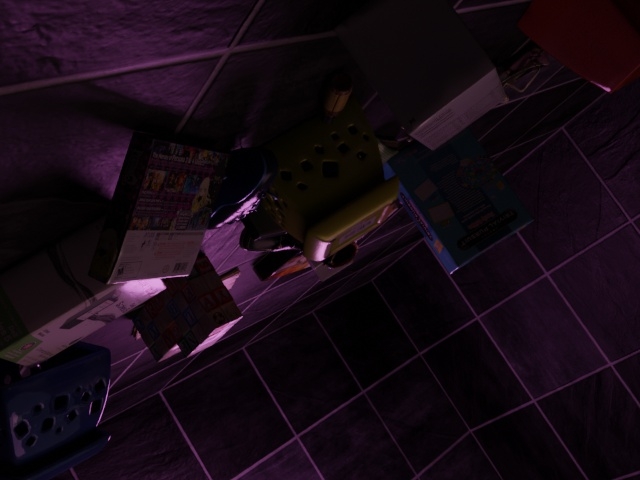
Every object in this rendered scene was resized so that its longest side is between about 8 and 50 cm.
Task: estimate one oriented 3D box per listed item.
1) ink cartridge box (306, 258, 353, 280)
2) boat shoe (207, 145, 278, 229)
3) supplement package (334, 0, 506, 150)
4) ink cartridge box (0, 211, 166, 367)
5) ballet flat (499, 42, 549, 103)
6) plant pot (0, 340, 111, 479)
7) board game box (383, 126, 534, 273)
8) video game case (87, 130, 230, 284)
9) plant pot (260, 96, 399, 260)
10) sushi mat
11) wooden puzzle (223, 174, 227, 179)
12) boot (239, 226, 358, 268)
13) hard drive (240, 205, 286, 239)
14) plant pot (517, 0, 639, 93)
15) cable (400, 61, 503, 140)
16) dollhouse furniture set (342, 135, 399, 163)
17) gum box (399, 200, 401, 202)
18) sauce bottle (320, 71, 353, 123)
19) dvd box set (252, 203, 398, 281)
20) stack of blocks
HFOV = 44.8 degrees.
[{"bbox_3d":[0.000,0.000,1.933,0.104,0.181,0.061,-32,179,-8],"label":"ink cartridge box"},{"bbox_3d":[-0.138,-0.095,1.338,0.089,0.109,0.258,-1,166,-36],"label":"boat shoe"},{"bbox_3d":[0.155,-0.262,1.149,0.149,0.194,0.203,-36,170,14],"label":"supplement package"},{"bbox_3d":[-0.406,0.083,1.273,0.272,0.115,0.198,-31,170,-11],"label":"ink cartridge box"},{"bbox_3d":[0.445,-0.376,1.837,0.221,0.079,0.077,-34,171,7],"label":"ballet flat"},{"bbox_3d":[-0.536,0.311,1.418,0.235,0.212,0.236,5,-165,33],"label":"plant pot"},{"bbox_3d":[0.353,-0.121,2.028,0.253,0.336,0.079,-30,170,-16],"label":"board game box"},{"bbox_3d":[-0.228,-0.044,1.137,0.210,0.041,0.232,-70,162,8],"label":"video game case"},{"bbox_3d":[0.015,-0.098,1.463,0.228,0.207,0.227,-32,170,-12],"label":"plant pot"},{"bbox_3d":[-0.365,0.174,2.116,0.316,0.019,0.151,-29,170,-25],"label":"sushi mat"},{"bbox_3d":[-0.210,-0.070,1.284,0.116,0.078,0.014,-54,131,-16],"label":"wooden puzzle"},{"bbox_3d":[-0.047,0.003,1.769,0.236,0.178,0.085,-14,125,-41],"label":"boot"},{"bbox_3d":[-0.119,-0.050,1.591,0.022,0.094,0.135,-37,169,27],"label":"hard drive"},{"bbox_3d":[0.594,-0.450,1.503,0.267,0.236,0.267,-30,169,-16],"label":"plant pot"},{"bbox_3d":[0.294,-0.336,1.718,0.287,0.072,0.139,-42,156,-19],"label":"cable"},{"bbox_3d":[0.092,-0.119,1.757,0.197,0.151,0.301,-37,169,23],"label":"dollhouse furniture set"},{"bbox_3d":[0.300,-0.179,2.168,0.107,0.062,0.188,-46,-167,52],"label":"gum box"},{"bbox_3d":[0.023,-0.236,1.307,0.042,0.042,0.128,-29,171,-20],"label":"sauce bottle"},{"bbox_3d":[0.024,-0.012,2.312,0.307,0.062,0.420,-38,169,29],"label":"dvd box set"},{"bbox_3d":[-0.326,0.187,1.865,0.087,0.171,0.297,-23,166,-44],"label":"stack of blocks"}]
